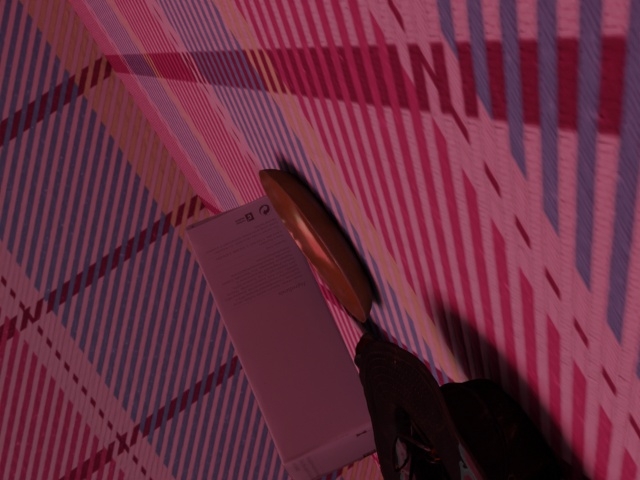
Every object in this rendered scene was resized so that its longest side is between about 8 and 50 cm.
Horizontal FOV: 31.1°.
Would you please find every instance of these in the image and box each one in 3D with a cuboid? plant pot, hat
[{"bbox_3d":[0.000,0.000,1.474,0.236,0.032,0.236,53,173,10],"label":"plant pot"},{"bbox_3d":[0.157,0.238,1.139,0.331,0.134,0.331,162,90,-73],"label":"hat"}]

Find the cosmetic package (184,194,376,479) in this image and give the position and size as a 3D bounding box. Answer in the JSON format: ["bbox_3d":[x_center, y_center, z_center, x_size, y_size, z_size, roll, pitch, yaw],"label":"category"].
[{"bbox_3d":[-0.049,0.151,1.713,0.217,0.156,0.385,75,172,-67],"label":"cosmetic package"}]

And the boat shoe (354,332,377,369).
[{"bbox_3d":[0.082,0.189,1.739,0.137,0.049,0.043,61,-147,-53],"label":"boat shoe"}]
